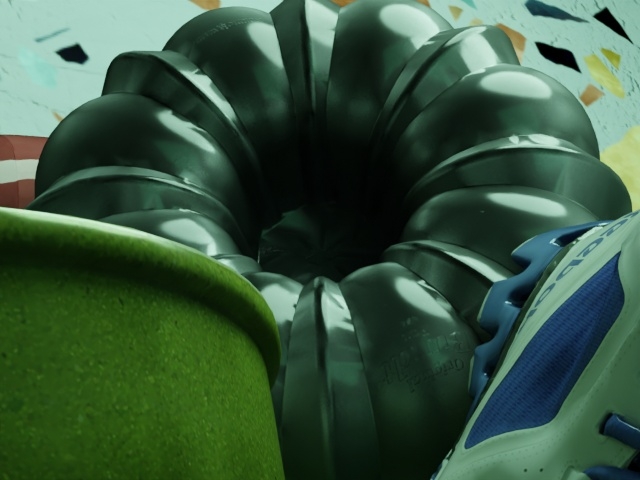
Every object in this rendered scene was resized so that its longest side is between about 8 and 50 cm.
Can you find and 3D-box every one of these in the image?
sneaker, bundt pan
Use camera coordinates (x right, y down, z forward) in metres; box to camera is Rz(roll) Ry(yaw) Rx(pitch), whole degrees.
[{"bbox_3d":[0.106,0.082,0.474,0.127,0.182,0.315,28,55,-8],"label":"sneaker"},{"bbox_3d":[0.000,0.000,0.700,0.331,0.124,0.331,-2,52,3],"label":"bundt pan"}]

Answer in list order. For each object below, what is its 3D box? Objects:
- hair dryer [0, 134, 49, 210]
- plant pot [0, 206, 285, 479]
[{"bbox_3d":[-0.215,-0.071,0.838,0.293,0.080,0.224,24,39,-19],"label":"hair dryer"},{"bbox_3d":[-0.148,0.229,0.410,0.366,0.366,0.353,2,62,-38],"label":"plant pot"}]
